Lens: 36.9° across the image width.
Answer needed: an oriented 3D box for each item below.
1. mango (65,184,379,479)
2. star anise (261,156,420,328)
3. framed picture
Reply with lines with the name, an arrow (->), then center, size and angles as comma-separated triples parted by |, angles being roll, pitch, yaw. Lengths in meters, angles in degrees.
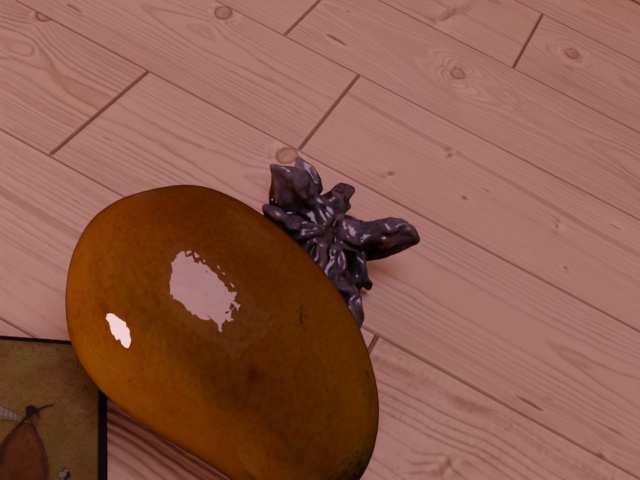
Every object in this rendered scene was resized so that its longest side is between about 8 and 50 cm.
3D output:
mango -> -0.090, 0.106, 0.988 | 0.378, 0.221, 0.264 | 46, 42, 8
star anise -> -0.004, -0.001, 1.204 | 0.212, 0.129, 0.283 | 40, 47, -6
framed picture -> -0.324, 0.195, 0.883 | 0.255, 0.014, 0.339 | 7, 31, -16
